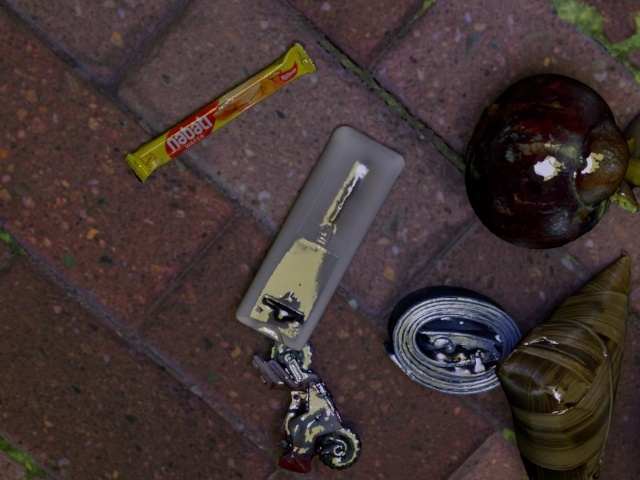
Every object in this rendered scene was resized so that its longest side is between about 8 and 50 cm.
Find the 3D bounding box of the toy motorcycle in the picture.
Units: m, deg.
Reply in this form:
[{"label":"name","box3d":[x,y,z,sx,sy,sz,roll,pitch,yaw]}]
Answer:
[{"label":"toy motorcycle","box3d":[-0.032,0.242,1.905,0.122,0.082,0.213,-27,91,0]}]

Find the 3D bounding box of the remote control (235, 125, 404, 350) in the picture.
[{"label":"remote control","box3d":[0.000,0.000,1.837,0.109,0.055,0.313,28,96,-6]}]

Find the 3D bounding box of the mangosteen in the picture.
[{"label":"mangosteen","box3d":[0.328,-0.089,1.724,0.289,0.231,0.231,19,105,17]}]

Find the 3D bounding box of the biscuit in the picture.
[{"label":"biscuit","box3d":[-0.138,-0.174,1.817,0.292,0.026,0.048,-32,123,8]}]

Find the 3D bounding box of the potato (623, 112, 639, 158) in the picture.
[{"label":"potato","box3d":[0.537,-0.104,1.728,0.189,0.264,0.211,31,108,-18]}]

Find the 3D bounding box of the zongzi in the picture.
[{"label":"zongzi","box3d":[0.373,0.190,1.884,0.134,0.288,0.286,19,142,31]}]

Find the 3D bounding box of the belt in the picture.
[{"label":"belt","box3d":[0.185,0.140,1.876,0.190,0.082,0.141,11,99,-5]}]
